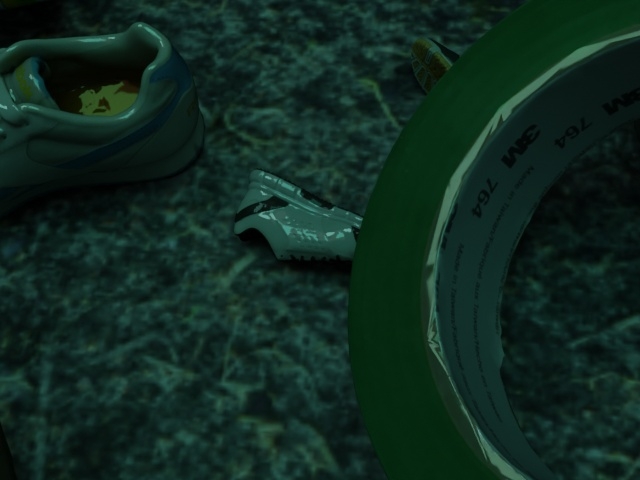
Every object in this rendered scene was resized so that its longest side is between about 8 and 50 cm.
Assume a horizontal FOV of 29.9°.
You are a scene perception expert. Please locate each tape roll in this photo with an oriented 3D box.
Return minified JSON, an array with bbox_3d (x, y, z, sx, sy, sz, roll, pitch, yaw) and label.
[{"bbox_3d":[0.167,0.020,0.541,0.321,0.077,0.321,-14,64,30],"label":"tape roll"}]

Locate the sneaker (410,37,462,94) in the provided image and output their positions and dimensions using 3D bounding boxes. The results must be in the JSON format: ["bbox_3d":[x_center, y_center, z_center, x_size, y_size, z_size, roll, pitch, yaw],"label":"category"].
[{"bbox_3d":[0.091,-0.096,0.731,0.037,0.032,0.083,-32,67,-31],"label":"sneaker"}]

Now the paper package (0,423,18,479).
[{"bbox_3d":[-0.323,0.112,0.492,0.325,0.168,0.309,-30,53,-26],"label":"paper package"}]

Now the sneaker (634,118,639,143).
[{"bbox_3d":[0.301,-0.023,0.610,0.125,0.139,0.341,-35,63,-15],"label":"sneaker"}]

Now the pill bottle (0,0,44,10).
[{"bbox_3d":[-0.295,-0.194,0.742,0.246,0.136,0.136,-13,59,-5],"label":"pill bottle"}]

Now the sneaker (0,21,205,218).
[{"bbox_3d":[-0.184,-0.065,0.686,0.229,0.092,0.087,-18,62,-7],"label":"sneaker"}]

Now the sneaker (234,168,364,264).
[{"bbox_3d":[0.000,0.000,0.675,0.109,0.040,0.043,24,80,20],"label":"sneaker"}]
